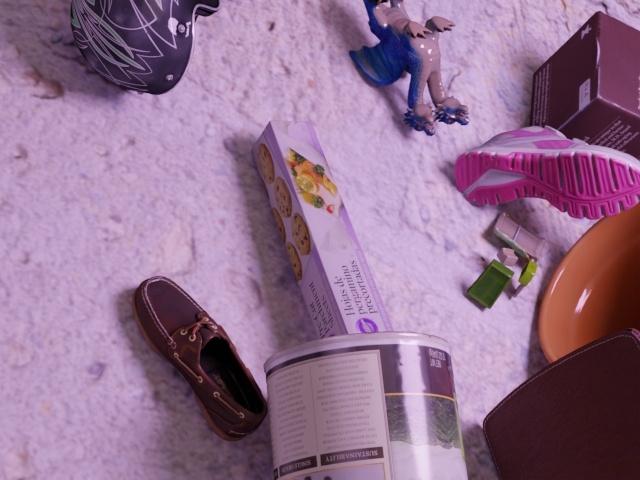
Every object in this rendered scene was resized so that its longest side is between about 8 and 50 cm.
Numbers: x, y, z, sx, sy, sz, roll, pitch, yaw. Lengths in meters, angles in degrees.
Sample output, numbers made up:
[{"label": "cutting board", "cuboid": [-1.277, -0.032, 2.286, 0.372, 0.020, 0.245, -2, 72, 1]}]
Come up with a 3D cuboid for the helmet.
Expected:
[{"label": "helmet", "cuboid": [-0.212, -0.257, 1.400, 0.169, 0.169, 0.161, 41, 36, -2]}]

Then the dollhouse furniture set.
[{"label": "dollhouse furniture set", "cuboid": [0.244, 0.030, 1.575, 0.076, 0.058, 0.151, 34, 32, 2]}]

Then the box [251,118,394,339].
[{"label": "box", "cuboid": [0.000, 0.000, 1.406, 0.063, 0.067, 0.324, -3, 58, -30]}]

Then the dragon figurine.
[{"label": "dragon figurine", "cuboid": [0.100, -0.266, 1.624, 0.085, 0.144, 0.289, -23, 57, -35]}]

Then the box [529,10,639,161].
[{"label": "box", "cuboid": [0.431, -0.186, 1.709, 0.203, 0.167, 0.168, 22, 55, -16]}]

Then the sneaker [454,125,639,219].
[{"label": "sneaker", "cuboid": [0.313, -0.104, 1.583, 0.252, 0.103, 0.111, 10, 37, 23]}]

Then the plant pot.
[{"label": "plant pot", "cuboid": [0.452, 0.105, 1.505, 0.203, 0.291, 0.291, 39, 49, -26]}]

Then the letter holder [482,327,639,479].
[{"label": "letter holder", "cuboid": [0.343, 0.229, 1.336, 0.152, 0.302, 0.214, -7, 67, -32]}]

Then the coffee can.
[{"label": "coffee can", "cuboid": [0.051, 0.251, 1.206, 0.201, 0.201, 0.275, 4, 68, -27]}]

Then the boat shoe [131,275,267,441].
[{"label": "boat shoe", "cuboid": [-0.126, 0.118, 1.288, 0.073, 0.073, 0.207, -33, 81, -35]}]
